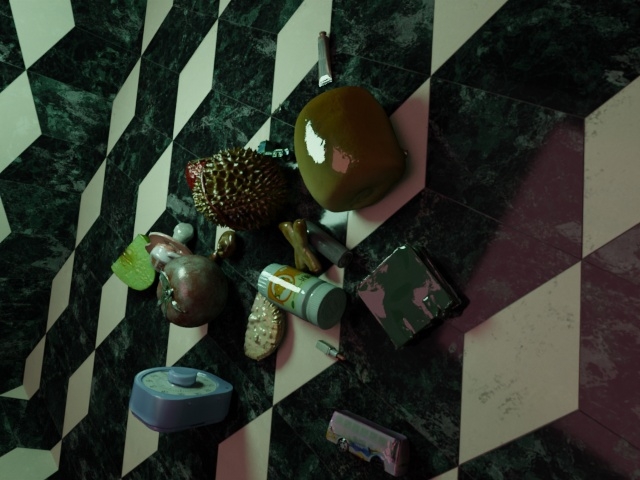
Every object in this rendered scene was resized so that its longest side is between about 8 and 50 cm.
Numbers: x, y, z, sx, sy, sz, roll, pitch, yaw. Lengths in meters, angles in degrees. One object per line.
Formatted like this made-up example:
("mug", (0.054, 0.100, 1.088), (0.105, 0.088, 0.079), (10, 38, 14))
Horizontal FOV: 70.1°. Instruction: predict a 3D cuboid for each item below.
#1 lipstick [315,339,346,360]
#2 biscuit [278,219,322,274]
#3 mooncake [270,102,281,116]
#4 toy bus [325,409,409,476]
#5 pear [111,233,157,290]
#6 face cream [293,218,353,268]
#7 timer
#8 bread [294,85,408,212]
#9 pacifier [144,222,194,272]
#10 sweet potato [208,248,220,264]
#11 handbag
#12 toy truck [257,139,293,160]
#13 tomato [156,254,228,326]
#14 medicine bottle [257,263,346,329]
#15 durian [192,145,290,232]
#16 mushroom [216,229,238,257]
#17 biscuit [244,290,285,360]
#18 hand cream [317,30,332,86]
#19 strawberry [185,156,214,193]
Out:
("lipstick", (0.040, 0.391, 1.602), (0.129, 0.030, 0.030), (23, 98, 40))
("biscuit", (-0.070, 0.024, 1.673), (0.164, 0.047, 0.207), (-3, 110, 55))
("mooncake", (-0.104, -0.465, 1.836), (0.150, 0.057, 0.346), (-38, 58, 15))
("toy bus", (0.149, 0.634, 1.440), (0.274, 0.090, 0.112), (10, 84, 39))
("pear", (-0.910, 0.131, 2.362), (0.288, 0.139, 0.239), (-43, 74, 21))
("face cream", (0.000, 0.000, 1.668), (0.284, 0.073, 0.073), (37, 107, 36))
("timer", (-0.585, 0.613, 1.863), (0.395, 0.395, 0.173), (11, 91, 40))
("bread", (0.073, -0.309, 1.544), (0.348, 0.253, 0.375), (-32, 63, 36))
("pacifier", (-0.694, 0.044, 2.136), (0.332, 0.221, 0.272), (-39, 57, 55))
("sweet potato", (-0.471, 0.066, 2.062), (0.049, 0.049, 0.117), (36, 100, 37))
("handbag", (0.267, 0.172, 1.420), (0.247, 0.079, 0.260), (-46, 59, 25))
("toy truck", (-0.185, -0.373, 1.881), (0.175, 0.067, 0.081), (5, 86, 40))
("tomato", (-0.548, 0.217, 1.946), (0.317, 0.283, 0.316), (-1, 89, 45))
("medicine bottle", (-0.075, 0.191, 1.645), (0.318, 0.158, 0.158), (18, 95, 39))
("durian", (-0.316, -0.199, 1.809), (0.385, 0.347, 0.347), (-13, 70, -6))
("mushroom", (-0.405, 0.018, 1.992), (0.126, 0.085, 0.109), (-44, 24, 28))
("biscuit", (-0.214, 0.332, 1.785), (0.179, 0.084, 0.280), (8, 88, 40))
("hand cream", (0.016, -0.715, 1.790), (0.067, 0.043, 0.209), (-6, 85, 41))
("strawberry", (-0.505, -0.255, 2.075), (0.205, 0.205, 0.244), (11, 112, 40))
